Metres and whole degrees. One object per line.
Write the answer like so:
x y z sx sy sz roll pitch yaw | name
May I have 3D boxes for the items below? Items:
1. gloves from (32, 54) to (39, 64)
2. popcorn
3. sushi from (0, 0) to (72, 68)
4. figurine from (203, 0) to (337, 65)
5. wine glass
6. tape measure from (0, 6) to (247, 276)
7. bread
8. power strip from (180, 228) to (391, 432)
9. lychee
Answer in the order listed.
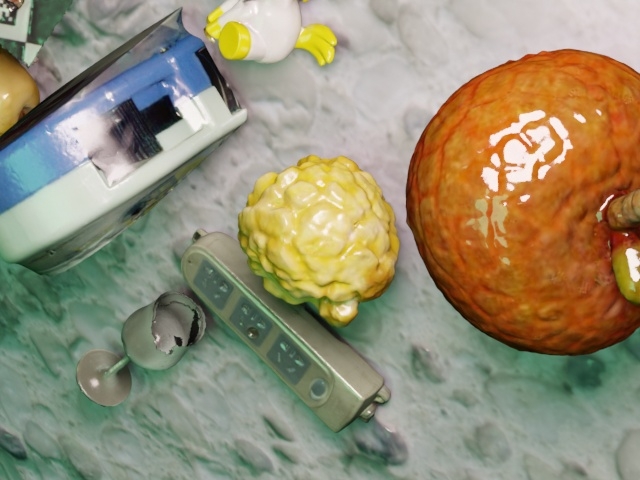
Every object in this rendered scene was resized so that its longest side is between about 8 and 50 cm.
-0.335 -0.268 1.560 0.110 0.094 0.144 32 124 5 | gloves
0.000 0.000 1.411 0.180 0.170 0.180 -25 62 57 | popcorn
-0.315 -0.372 1.461 0.292 0.059 0.294 39 106 9 | sushi
-0.043 -0.249 1.348 0.130 0.109 0.178 7 123 5 | figurine
-0.212 0.128 1.702 0.079 0.079 0.195 53 136 1 | wine glass
-0.236 -0.086 1.482 0.259 0.262 0.138 -25 109 45 | tape measure
-0.394 -0.184 1.654 0.173 0.085 0.134 43 143 11 | bread
-0.047 0.094 1.575 0.286 0.048 0.080 45 133 10 | power strip
0.193 -0.031 1.176 0.300 0.255 0.255 14 124 49 | lychee
